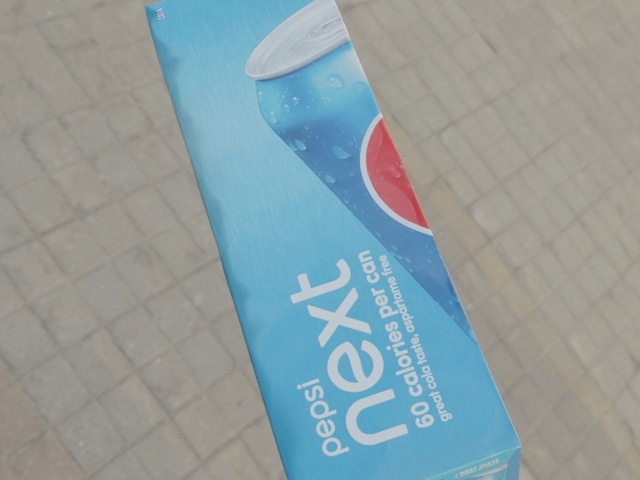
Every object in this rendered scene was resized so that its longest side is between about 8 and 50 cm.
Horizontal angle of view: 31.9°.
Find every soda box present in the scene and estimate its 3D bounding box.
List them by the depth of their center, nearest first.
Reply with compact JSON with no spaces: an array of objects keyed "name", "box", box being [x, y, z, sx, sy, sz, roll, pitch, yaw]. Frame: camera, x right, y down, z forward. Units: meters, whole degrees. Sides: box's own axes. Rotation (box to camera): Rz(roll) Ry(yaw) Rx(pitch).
[{"name":"soda box","box":[0.000,0.000,0.403,0.071,0.067,0.210,-19,62,-2]}]
